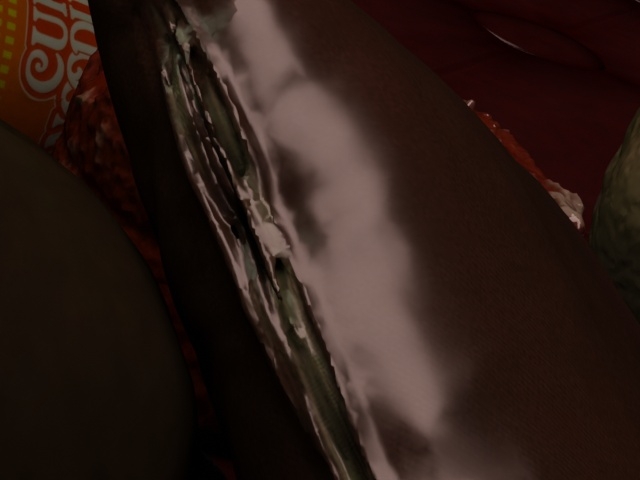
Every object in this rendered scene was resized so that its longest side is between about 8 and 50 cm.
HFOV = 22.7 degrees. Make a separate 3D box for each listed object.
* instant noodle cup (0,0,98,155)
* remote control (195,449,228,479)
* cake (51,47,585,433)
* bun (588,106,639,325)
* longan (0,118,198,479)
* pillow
[{"bbox_3d":[-0.144,-0.076,0.854,0.185,0.168,0.168,14,21,-36],"label":"instant noodle cup"},{"bbox_3d":[-0.161,0.067,0.584,0.265,0.090,0.066,22,51,4],"label":"remote control"},{"bbox_3d":[0.000,0.000,0.784,0.283,0.151,0.177,8,21,-38],"label":"cake"},{"bbox_3d":[0.266,-0.004,0.938,0.243,0.244,0.153,14,4,-15],"label":"bun"},{"bbox_3d":[-0.158,0.051,0.428,0.248,0.248,0.248,17,22,-7],"label":"longan"},{"bbox_3d":[0.057,0.063,0.517,0.305,0.108,0.308,33,31,-60],"label":"pillow"}]
